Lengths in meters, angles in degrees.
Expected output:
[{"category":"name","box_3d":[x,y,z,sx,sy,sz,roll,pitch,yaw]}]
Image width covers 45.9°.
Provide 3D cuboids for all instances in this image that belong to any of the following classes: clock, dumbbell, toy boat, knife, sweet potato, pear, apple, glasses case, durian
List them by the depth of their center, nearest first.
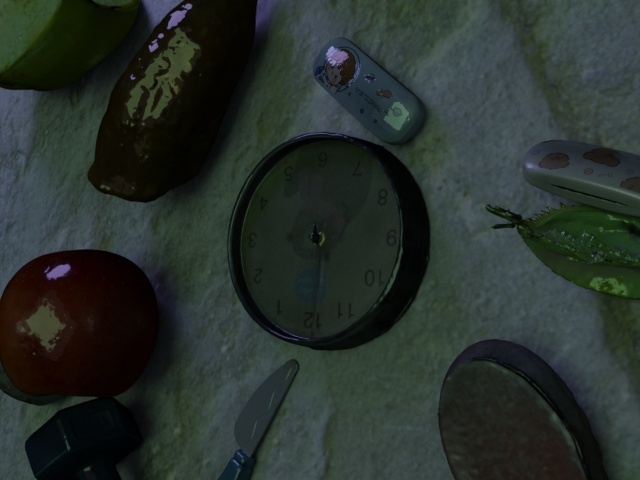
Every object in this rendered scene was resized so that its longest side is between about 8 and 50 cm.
[{"category":"durian","box_3d":[0.271,0.004,0.741,0.215,0.100,0.086,16,89,28]},{"category":"glasses case","box_3d":[0.285,-0.064,0.765,0.164,0.041,0.063,22,53,34]},{"category":"toy boat","box_3d":[0.210,0.210,0.778,0.155,0.085,0.227,-30,79,36]},{"category":"glasses case","box_3d":[0.058,-0.188,0.944,0.067,0.045,0.178,-52,59,16]},{"category":"clock","box_3d":[0.000,0.000,0.950,0.280,0.055,0.281,-6,79,33]},{"category":"knife","box_3d":[-0.096,0.260,0.996,0.058,0.032,0.244,26,93,42]},{"category":"dumbbell","box_3d":[-0.280,0.380,1.028,0.144,0.160,0.325,-29,65,-7]},{"category":"sweet potato","box_3d":[-0.197,-0.222,1.057,0.158,0.158,0.370,36,104,32]},{"category":"apple","box_3d":[-0.338,0.118,1.059,0.218,0.218,0.201,-8,76,33]},{"category":"pear","box_3d":[-0.442,-0.347,1.229,0.282,0.176,0.286,-46,57,22]}]

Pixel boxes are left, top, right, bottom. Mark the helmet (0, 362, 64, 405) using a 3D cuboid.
[{"category":"helmet","box_3d":[-0.469,0.176,1.207,0.153,0.107,0.177,-18,74,33]}]
